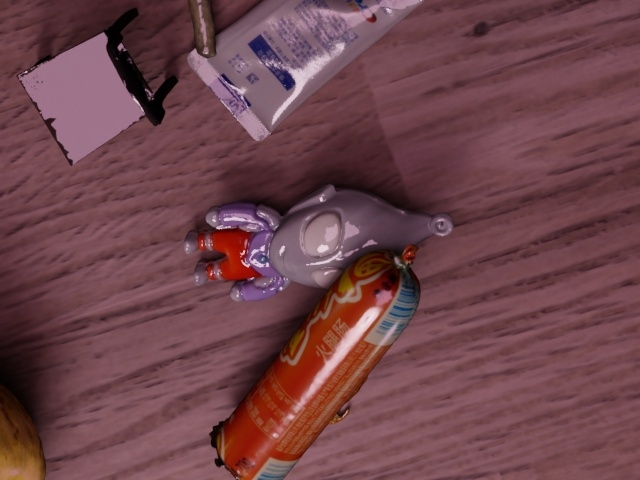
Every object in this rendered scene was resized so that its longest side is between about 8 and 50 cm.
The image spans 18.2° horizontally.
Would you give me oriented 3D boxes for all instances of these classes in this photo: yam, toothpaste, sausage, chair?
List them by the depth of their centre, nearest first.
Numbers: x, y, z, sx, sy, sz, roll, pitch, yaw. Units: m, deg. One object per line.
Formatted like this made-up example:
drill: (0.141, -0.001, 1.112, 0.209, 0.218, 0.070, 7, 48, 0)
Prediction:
chair: (-0.178, -0.114, 1.564, 0.101, 0.212, 0.084, -29, 103, 8)
yam: (-0.110, -0.264, 1.618, 0.029, 0.027, 0.234, -6, 101, 9)
toothpaste: (0.017, -0.194, 1.628, 0.266, 0.061, 0.096, -38, 102, 17)
sausage: (0.007, 0.097, 1.647, 0.083, 0.083, 0.264, 33, 120, -7)

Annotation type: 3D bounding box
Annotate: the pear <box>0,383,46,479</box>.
pear: (-0.364, 0.208, 1.635, 0.271, 0.271, 0.271, 0, 105, 1)

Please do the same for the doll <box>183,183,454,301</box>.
doll: (0.000, 0.000, 1.665, 0.227, 0.075, 0.102, -5, 123, 14)

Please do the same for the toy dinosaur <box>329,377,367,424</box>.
toy dinosaur: (0.022, 0.113, 1.715, 0.041, 0.026, 0.113, 23, 113, -12)
